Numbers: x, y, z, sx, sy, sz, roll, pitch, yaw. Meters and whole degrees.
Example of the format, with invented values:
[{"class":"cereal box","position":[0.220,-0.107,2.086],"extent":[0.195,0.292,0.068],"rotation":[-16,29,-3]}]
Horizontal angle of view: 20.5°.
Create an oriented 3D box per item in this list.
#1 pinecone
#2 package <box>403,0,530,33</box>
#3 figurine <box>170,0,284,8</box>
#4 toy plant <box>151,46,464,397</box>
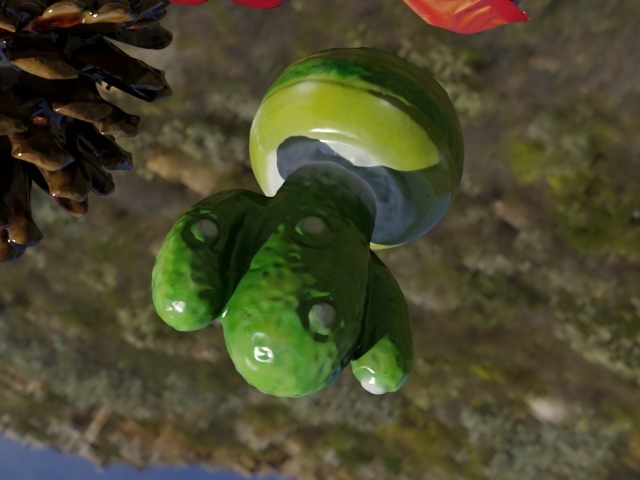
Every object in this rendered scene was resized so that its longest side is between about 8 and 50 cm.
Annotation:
[{"class":"pinecone","position":[-0.340,-0.153,1.814],"extent":[0.384,0.384,0.384],"rotation":[30,-162,-11]},{"class":"package","position":[0.074,-0.405,2.085],"extent":[0.423,0.123,0.196],"rotation":[52,-167,27]},{"class":"figurine","position":[-0.053,-0.182,1.074],"extent":[0.083,0.071,0.067],"rotation":[12,159,2]},{"class":"toy plant","position":[0.000,0.000,1.452],"extent":[0.224,0.184,0.316],"rotation":[34,-130,-9]}]
